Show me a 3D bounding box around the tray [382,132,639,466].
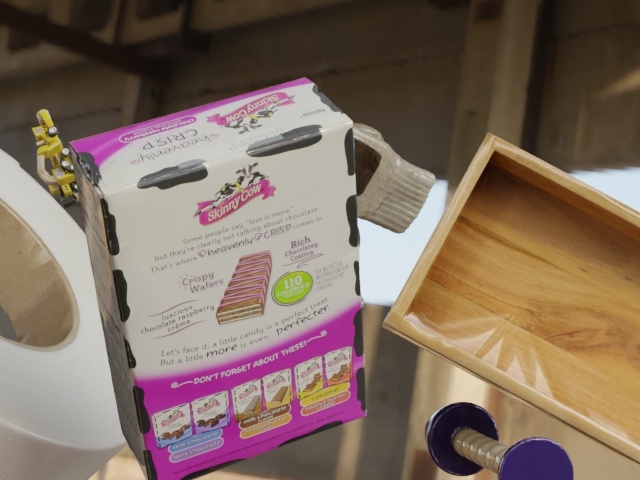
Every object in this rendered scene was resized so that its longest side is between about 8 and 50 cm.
[{"bbox_3d":[0.285,0.089,1.296,0.411,0.203,0.076,29,-6,4],"label":"tray"}]

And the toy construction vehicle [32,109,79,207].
[{"bbox_3d":[-0.269,-0.077,1.416,0.035,0.098,0.086,-26,-30,-12],"label":"toy construction vehicle"}]

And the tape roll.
[{"bbox_3d":[-0.292,0.029,1.109,0.072,0.392,0.392,-42,-31,16],"label":"tape roll"}]

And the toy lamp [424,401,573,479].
[{"bbox_3d":[0.163,0.204,1.355,0.080,0.080,0.274,11,-1,-14],"label":"toy lamp"}]

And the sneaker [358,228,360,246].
[{"bbox_3d":[-0.087,-0.074,1.873,0.295,0.124,0.178,43,19,30],"label":"sneaker"}]

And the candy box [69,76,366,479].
[{"bbox_3d":[-0.058,0.030,0.882,0.159,0.233,0.071,-17,37,-20],"label":"candy box"}]

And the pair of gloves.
[{"bbox_3d":[0.000,0.000,1.370,0.204,0.240,0.042,33,4,-45],"label":"pair of gloves"}]
